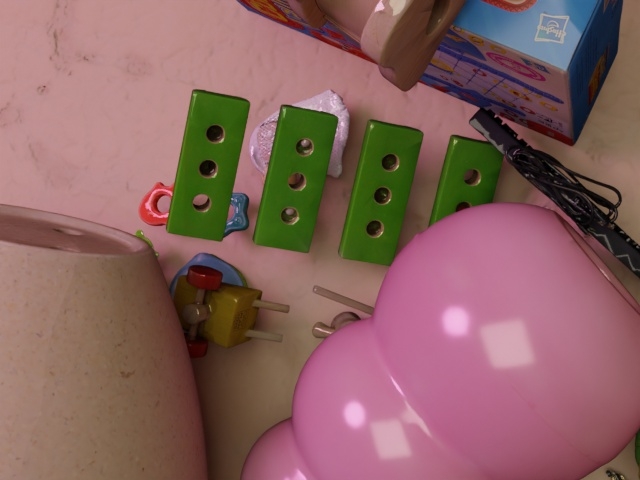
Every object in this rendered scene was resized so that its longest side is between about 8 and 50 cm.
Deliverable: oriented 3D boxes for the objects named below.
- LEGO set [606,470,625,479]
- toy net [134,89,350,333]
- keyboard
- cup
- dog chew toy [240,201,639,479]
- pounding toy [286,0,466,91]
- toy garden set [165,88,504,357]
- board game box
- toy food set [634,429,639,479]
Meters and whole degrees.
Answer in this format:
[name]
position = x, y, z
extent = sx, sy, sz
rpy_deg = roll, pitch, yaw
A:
[LEGO set]
position = 0.211, 0.217, 0.887
extent = 0.083, 0.023, 0.054
rpy_deg = -37, 81, -6
[toy net]
position = -0.066, -0.034, 0.956
extent = 0.122, 0.045, 0.232
rpy_deg = 39, 93, 14
[keyboard]
position = 0.193, -0.038, 0.853
extent = 0.192, 0.100, 0.038
rpy_deg = 42, 107, 2
[cup]
position = -0.222, 0.104, 0.811
extent = 0.331, 0.331, 0.237
rpy_deg = 14, 98, 13
[dog chew toy]
position = 0.076, 0.127, 0.834
extent = 0.332, 0.206, 0.207
rpy_deg = -42, 78, 12
[pounding toy]
position = 0.051, -0.226, 0.585
extent = 0.155, 0.154, 0.270
rpy_deg = 37, 114, 12
[toy garden set]
position = 0.000, 0.000, 0.905
extent = 0.244, 0.049, 0.204
rpy_deg = 9, 104, -14
[board game box]
position = 0.053, -0.181, 0.805
extent = 0.301, 0.308, 0.086
rpy_deg = 25, 92, 14
[toy food set]
position = 0.292, 0.122, 0.851
extent = 0.128, 0.071, 0.218
rpy_deg = 18, 83, -9
